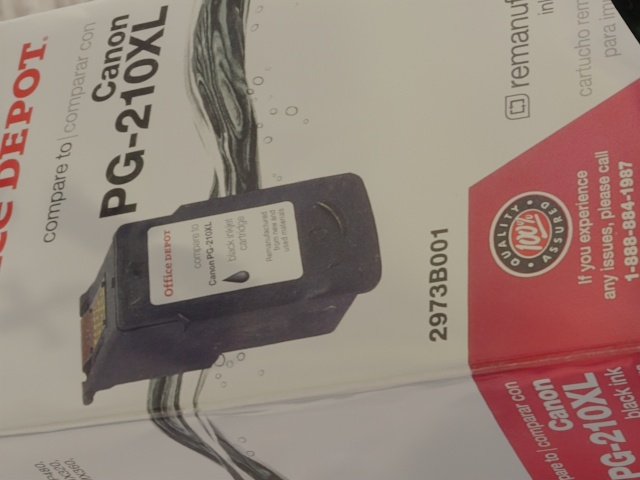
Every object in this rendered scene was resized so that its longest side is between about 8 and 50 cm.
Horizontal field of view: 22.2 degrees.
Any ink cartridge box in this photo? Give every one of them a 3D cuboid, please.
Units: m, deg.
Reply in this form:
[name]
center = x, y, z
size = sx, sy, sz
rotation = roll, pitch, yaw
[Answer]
[ink cartridge box]
center = 0.000, 0.000, 0.525
size = 0.100, 0.237, 0.172
rotation = 56, 31, -49

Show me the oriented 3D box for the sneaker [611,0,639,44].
[sneaker]
center = 0.177, -0.069, 0.411
size = 0.270, 0.145, 0.090
rotation = 41, -21, -22
